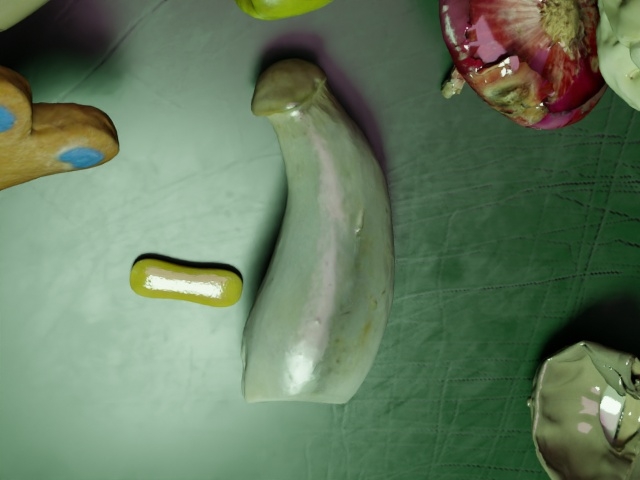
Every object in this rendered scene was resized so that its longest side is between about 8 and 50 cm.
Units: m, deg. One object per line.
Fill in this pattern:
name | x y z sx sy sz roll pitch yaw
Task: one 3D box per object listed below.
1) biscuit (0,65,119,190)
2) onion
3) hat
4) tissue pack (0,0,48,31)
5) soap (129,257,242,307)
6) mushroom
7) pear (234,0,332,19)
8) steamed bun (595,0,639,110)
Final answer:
biscuit | -0.296 -0.033 0.878 0.324 0.205 0.049 -16 75 22
onion | 0.129 -0.144 0.927 0.150 0.140 0.150 9 73 -33
hat | 0.254 0.157 1.074 0.175 0.085 0.147 9 100 -33
tissue pack | -0.258 -0.305 0.734 0.277 0.267 0.387 -22 110 7
soap | -0.105 0.034 1.014 0.089 0.012 0.034 8 110 -8
mushroom | 0.000 0.000 0.973 0.118 0.103 0.270 1 101 -12
pear | -0.018 -0.213 0.883 0.107 0.107 0.131 34 93 -16
steamed bun | 0.320 -0.168 0.817 0.320 0.206 0.275 9 128 -35
